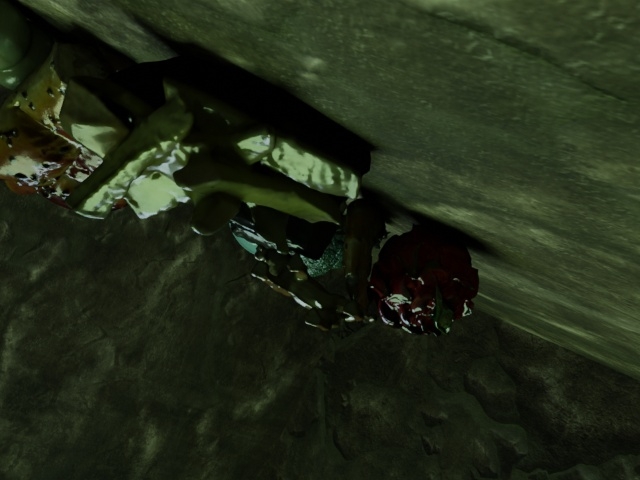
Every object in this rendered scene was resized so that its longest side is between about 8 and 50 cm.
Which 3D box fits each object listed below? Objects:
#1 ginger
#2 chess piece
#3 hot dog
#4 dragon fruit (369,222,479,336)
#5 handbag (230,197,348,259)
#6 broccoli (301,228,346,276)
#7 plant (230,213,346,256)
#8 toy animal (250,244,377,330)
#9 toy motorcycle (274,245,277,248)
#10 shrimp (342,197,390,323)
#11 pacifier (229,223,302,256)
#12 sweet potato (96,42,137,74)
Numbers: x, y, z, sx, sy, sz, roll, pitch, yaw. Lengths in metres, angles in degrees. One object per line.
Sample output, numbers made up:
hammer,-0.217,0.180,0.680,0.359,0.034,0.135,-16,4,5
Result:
ginger,-0.157,-0.076,0.844,0.414,0.211,0.358,19,162,1
chess piece,-0.591,-0.361,1.157,0.182,0.182,0.330,26,172,15
hot dog,-0.496,-0.191,1.174,0.366,0.196,0.367,-21,151,27
dragon fruit,0.202,0.070,1.193,0.234,0.233,0.293,28,-168,-25
handbag,-0.074,-0.082,1.194,0.255,0.181,0.181,23,176,18
broccoli,0.000,0.000,2.122,0.254,0.269,0.269,33,176,-17
plant,-0.075,-0.053,1.577,0.312,0.213,0.215,27,175,-22
toy animal,-0.024,0.099,1.157,0.312,0.097,0.157,36,180,16
toy motorcycle,-0.030,-0.062,1.383,0.102,0.221,0.150,29,135,30
shrimp,0.110,0.037,1.317,0.085,0.271,0.445,1,-175,11
pacifier,-0.136,-0.093,1.890,0.344,0.288,0.269,3,-156,22
sweet potato,-0.366,-0.319,1.043,0.049,0.049,0.117,25,167,42
